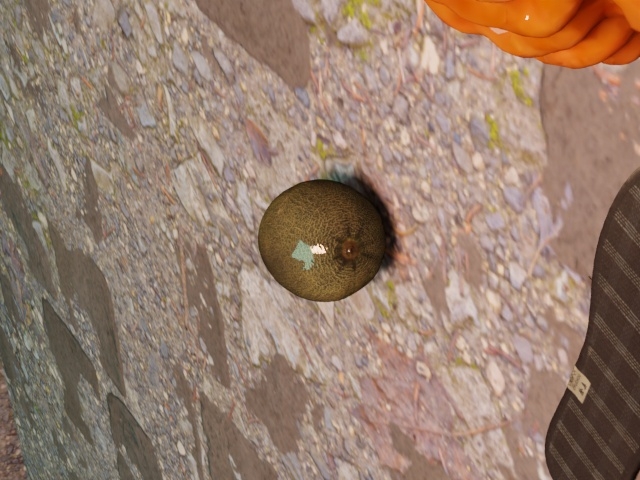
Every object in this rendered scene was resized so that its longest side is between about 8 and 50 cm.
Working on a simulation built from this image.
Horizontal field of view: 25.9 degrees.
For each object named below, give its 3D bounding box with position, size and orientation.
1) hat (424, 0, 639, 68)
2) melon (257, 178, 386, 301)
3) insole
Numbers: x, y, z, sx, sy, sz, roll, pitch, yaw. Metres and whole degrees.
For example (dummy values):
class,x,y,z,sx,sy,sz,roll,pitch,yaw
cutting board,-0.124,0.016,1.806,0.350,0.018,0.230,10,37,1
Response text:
class,x,y,z,sx,sy,sz,roll,pitch,yaw
hat,0.198,-0.133,0.466,0.400,0.285,0.285,41,148,13
melon,0.000,0.000,1.113,0.131,0.098,0.098,9,117,70
insole,0.190,0.074,0.873,0.110,0.012,0.309,52,150,31
